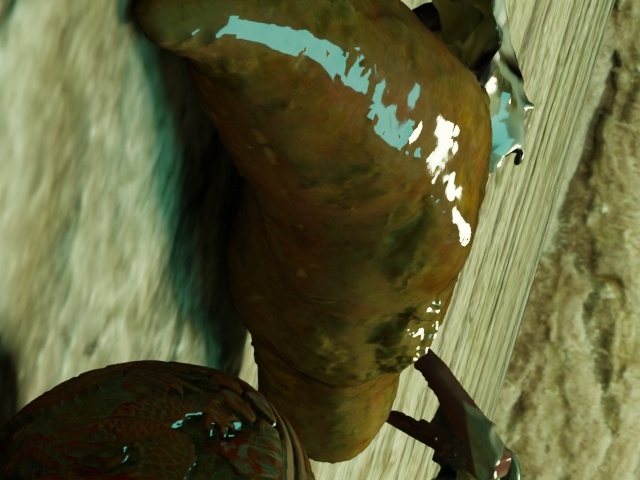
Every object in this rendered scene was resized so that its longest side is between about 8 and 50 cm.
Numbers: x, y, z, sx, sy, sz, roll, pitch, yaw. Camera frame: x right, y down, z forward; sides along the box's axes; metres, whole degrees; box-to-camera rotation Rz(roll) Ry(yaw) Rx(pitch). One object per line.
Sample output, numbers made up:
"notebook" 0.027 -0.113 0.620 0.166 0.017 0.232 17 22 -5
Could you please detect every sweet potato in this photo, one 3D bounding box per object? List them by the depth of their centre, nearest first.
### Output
"sweet potato" 0.012 -0.009 0.681 0.106 0.095 0.354 -30 154 -9

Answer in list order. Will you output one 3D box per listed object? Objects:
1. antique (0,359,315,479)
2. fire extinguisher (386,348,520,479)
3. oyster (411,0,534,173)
"antique" -0.047 0.079 0.503 0.104 0.104 0.104 16 90 -80
"fire extinguisher" 0.028 0.224 1.101 0.106 0.147 0.337 -5 120 -61
"oyster" 0.072 -0.148 0.784 0.238 0.115 0.351 -65 165 -3
